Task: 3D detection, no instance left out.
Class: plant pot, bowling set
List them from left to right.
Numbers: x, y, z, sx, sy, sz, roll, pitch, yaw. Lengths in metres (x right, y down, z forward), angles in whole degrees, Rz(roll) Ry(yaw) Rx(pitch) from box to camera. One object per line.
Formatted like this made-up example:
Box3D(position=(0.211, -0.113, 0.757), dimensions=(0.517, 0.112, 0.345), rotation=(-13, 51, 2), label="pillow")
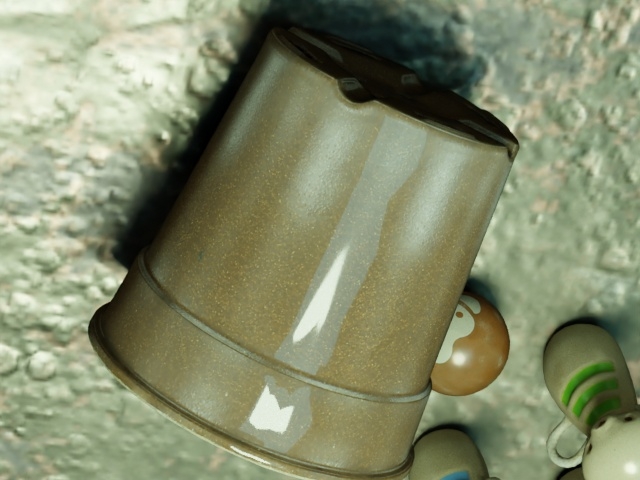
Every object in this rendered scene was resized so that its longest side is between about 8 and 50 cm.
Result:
Box3D(position=(0.000, 0.000, 0.861), dimensions=(0.167, 0.167, 0.165), rotation=(20, 105, -18), label="plant pot")
Box3D(position=(0.112, 0.133, 0.941), dimensions=(0.200, 0.154, 0.287), rotation=(39, 105, -24), label="bowling set")
